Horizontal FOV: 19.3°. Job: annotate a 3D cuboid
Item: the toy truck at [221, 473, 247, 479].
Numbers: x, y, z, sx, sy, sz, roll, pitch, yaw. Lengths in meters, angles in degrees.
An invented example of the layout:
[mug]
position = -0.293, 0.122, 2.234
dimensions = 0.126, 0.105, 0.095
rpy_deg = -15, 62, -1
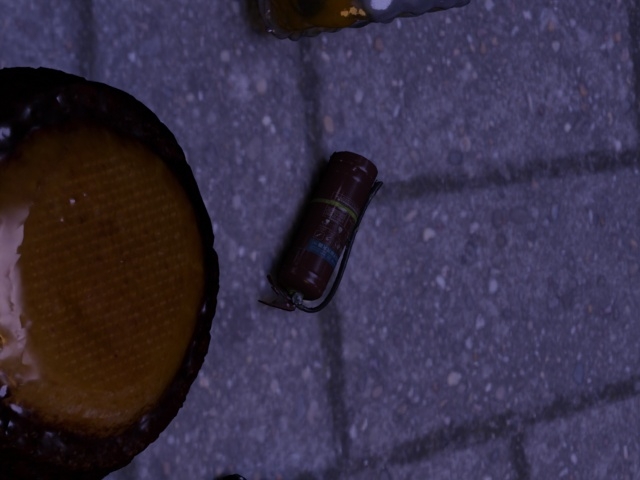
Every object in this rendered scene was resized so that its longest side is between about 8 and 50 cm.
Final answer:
[toy truck]
position = -0.040, 0.210, 1.289
dimensions = 0.111, 0.076, 0.077
rpy_deg = 16, 98, -42

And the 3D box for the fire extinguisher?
[fire extinguisher]
position = 0.000, 0.000, 1.349
dimensions = 0.056, 0.039, 0.132
rpy_deg = 37, 65, -28

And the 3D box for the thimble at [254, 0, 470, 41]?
[thimble]
position = 0.029, -0.207, 1.315
dimensions = 0.151, 0.127, 0.118
rpy_deg = -17, 100, -45

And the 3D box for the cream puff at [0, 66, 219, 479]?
[cream puff]
position = -0.174, 0.022, 1.028
dimensions = 0.239, 0.165, 0.239
rpy_deg = 4, 85, -48
